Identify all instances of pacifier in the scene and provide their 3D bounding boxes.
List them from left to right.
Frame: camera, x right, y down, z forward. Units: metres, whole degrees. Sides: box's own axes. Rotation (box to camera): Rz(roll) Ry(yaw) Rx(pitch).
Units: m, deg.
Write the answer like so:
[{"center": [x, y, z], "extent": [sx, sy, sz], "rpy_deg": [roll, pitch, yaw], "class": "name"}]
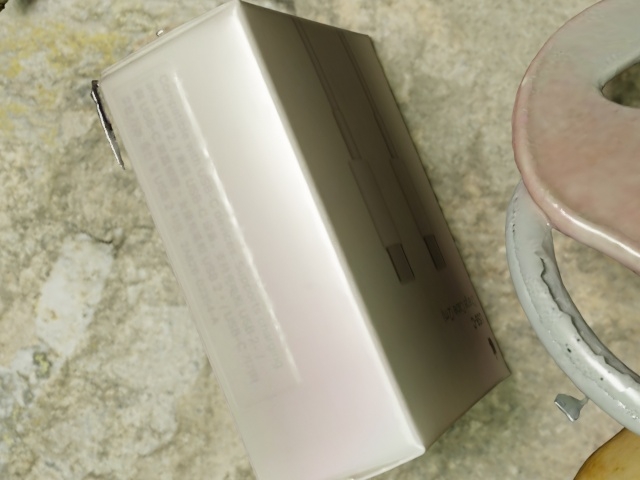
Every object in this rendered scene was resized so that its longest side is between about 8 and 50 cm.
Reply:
[{"center": [0.244, -0.032, 0.531], "extent": [0.332, 0.220, 0.273], "rpy_deg": [52, 124, 29], "class": "pacifier"}]

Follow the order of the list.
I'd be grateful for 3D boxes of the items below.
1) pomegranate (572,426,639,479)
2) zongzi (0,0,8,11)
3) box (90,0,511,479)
[{"center": [0.219, 0.179, 0.581], "extent": [0.207, 0.207, 0.207], "rpy_deg": [2, 95, 22], "class": "pomegranate"}, {"center": [-0.212, -0.321, 0.773], "extent": [0.256, 0.115, 0.228], "rpy_deg": [-44, 74, 30], "class": "zongzi"}, {"center": [0.000, 0.000, 0.650], "extent": [0.106, 0.203, 0.252], "rpy_deg": [-23, 85, 21], "class": "box"}]
